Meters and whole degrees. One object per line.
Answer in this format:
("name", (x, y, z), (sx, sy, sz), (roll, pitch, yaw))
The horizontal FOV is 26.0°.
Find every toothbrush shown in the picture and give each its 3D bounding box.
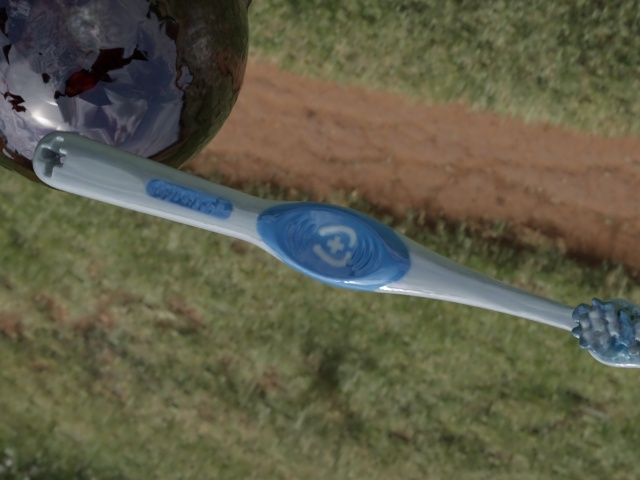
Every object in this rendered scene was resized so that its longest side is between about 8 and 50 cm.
("toothbrush", (0.002, 0.001, 0.646), (0.386, 0.040, 0.040), (18, 141, 35))

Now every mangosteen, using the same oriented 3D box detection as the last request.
("mangosteen", (-0.127, -0.152, 0.888), (0.235, 0.261, 0.235), (37, 143, 35))
